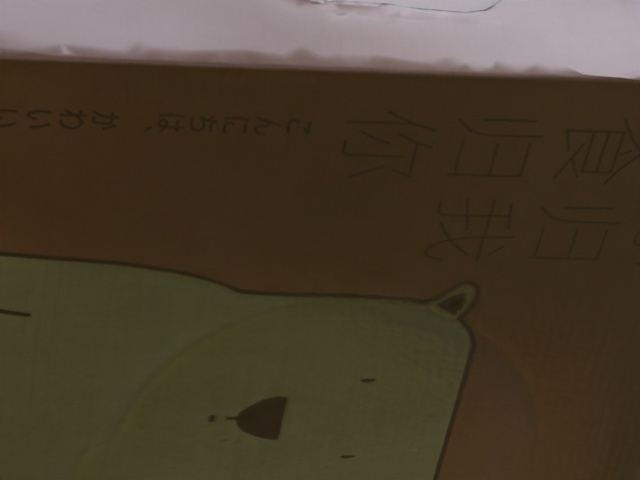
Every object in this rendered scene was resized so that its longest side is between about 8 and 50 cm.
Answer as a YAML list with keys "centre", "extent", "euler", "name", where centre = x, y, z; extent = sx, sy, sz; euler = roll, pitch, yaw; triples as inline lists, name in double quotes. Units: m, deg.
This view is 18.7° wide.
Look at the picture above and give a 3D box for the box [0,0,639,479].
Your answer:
- centre: [0.000, 0.000, 0.556]
  extent: [0.215, 0.086, 0.215]
  euler: [1, -44, -10]
  name: "box"
